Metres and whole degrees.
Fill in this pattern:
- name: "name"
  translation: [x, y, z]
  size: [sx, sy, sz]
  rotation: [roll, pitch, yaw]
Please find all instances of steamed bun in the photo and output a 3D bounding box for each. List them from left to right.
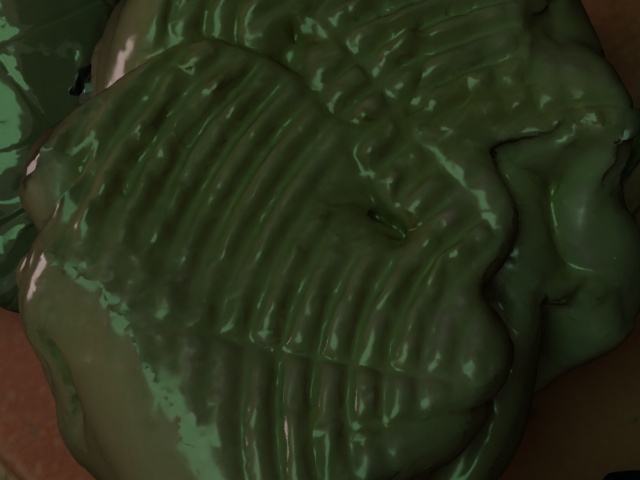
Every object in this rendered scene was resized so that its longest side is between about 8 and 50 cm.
- name: "steamed bun"
  translation: [0.000, 0.000, 0.552]
  size: [0.275, 0.206, 0.320]
  rotation: [39, 71, 9]

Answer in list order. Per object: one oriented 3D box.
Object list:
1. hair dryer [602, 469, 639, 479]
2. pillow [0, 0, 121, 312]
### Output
- name: "hair dryer"
  translation: [0.084, 0.268, 0.529]
  size: [0.298, 0.119, 0.295]
  rotation: [-19, 75, 34]
- name: "pillow"
  translation: [-0.262, -0.104, 0.725]
  size: [0.281, 0.076, 0.274]
  rotation: [9, 82, 4]
